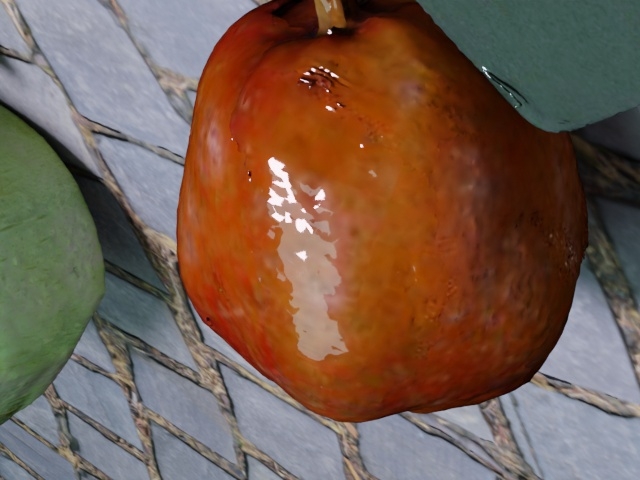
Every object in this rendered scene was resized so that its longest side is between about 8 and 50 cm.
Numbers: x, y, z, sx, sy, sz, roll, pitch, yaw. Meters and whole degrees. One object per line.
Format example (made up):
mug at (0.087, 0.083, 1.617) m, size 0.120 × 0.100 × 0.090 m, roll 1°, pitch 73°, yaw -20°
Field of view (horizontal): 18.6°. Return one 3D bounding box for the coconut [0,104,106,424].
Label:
coconut at (-0.319, 0.022, 1.505) m, size 0.328 × 0.328 × 0.281 m, roll -3°, pitch 102°, yaw 58°

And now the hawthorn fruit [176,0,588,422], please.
hawthorn fruit at (0.027, -0.044, 0.971) m, size 0.211 × 0.211 × 0.299 m, roll 22°, pitch 136°, yaw 37°

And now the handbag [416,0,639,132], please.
handbag at (0.095, -0.172, 0.782) m, size 0.247 × 0.079 × 0.260 m, roll 47°, pitch 155°, yaw -14°
